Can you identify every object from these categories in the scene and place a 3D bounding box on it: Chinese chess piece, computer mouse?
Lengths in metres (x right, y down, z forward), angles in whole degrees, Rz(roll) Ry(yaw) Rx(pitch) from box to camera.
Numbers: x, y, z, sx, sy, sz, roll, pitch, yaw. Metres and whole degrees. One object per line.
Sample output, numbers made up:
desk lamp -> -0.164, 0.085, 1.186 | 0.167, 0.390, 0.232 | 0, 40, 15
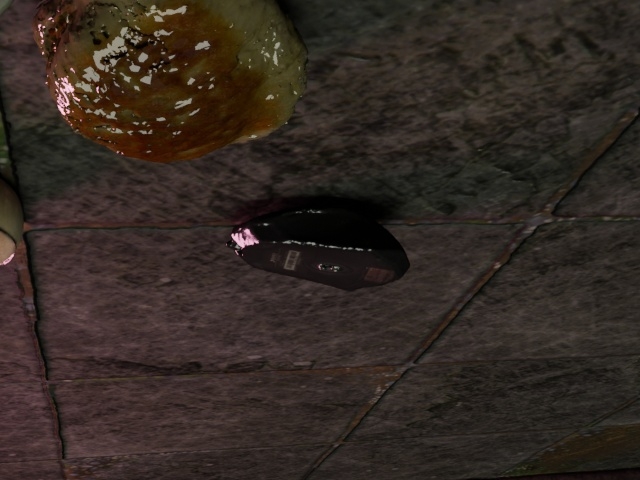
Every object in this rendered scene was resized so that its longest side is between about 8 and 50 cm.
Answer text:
Chinese chess piece -> -0.305, -0.016, 0.831 | 0.122, 0.051, 0.122 | -4, 156, -2
computer mouse -> 0.000, 0.000, 0.944 | 0.172, 0.057, 0.099 | 10, 157, -7

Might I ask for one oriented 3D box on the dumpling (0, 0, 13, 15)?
dumpling -> -0.215, -0.153, 0.361 | 0.243, 0.227, 0.175 | 25, 110, -37

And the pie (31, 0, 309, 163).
pie -> -0.091, -0.107, 0.641 | 0.163, 0.078, 0.193 | -16, 156, 12
